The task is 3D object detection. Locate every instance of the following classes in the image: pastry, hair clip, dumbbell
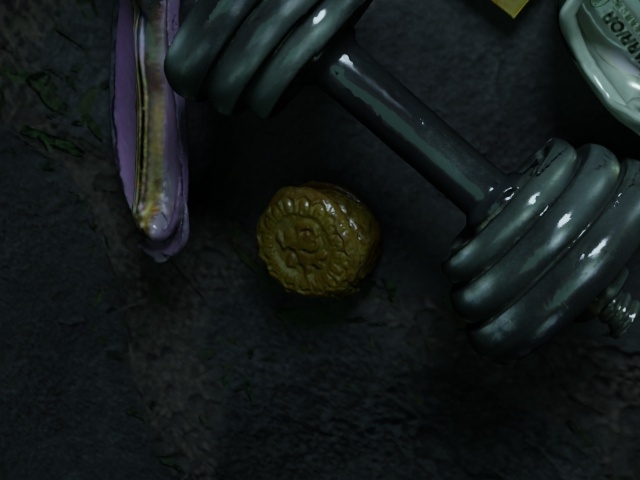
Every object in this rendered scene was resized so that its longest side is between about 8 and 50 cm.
[{"bbox_3d":[0.000,0.000,0.848,0.097,0.057,0.109,-21,102,34],"label":"pastry"},{"bbox_3d":[-0.138,-0.155,0.807,0.110,0.095,0.359,10,118,18],"label":"hair clip"},{"bbox_3d":[0.062,-0.077,0.716,0.406,0.179,0.179,41,121,-1],"label":"dumbbell"}]

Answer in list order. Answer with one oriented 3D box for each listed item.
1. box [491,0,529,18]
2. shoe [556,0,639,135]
[{"bbox_3d":[0.102,-0.236,0.717,0.156,0.022,0.089,38,120,2],"label":"box"},{"bbox_3d":[0.245,-0.083,0.682,0.265,0.110,0.095,47,120,-1],"label":"shoe"}]
